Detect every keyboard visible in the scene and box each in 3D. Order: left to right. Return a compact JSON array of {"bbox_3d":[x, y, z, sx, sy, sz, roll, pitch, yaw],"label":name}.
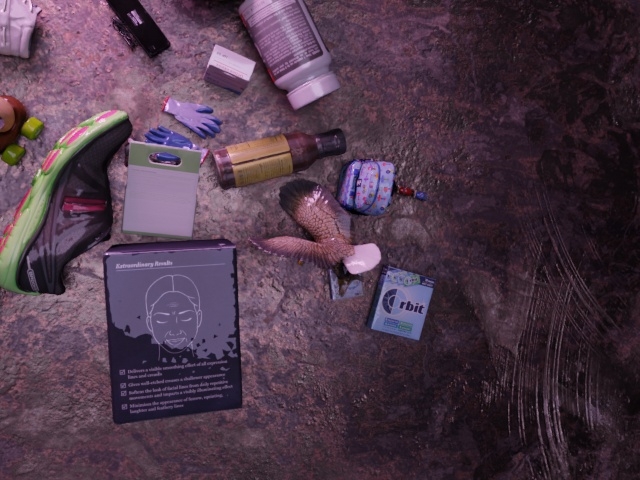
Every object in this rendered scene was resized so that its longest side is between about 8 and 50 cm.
[{"bbox_3d":[-0.464,-0.532,1.376,0.100,0.038,0.192,-45,105,-32],"label":"keyboard"}]

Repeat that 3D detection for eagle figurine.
[{"bbox_3d":[-0.008,0.006,1.465,0.225,0.226,0.298,-42,110,12],"label":"eagle figurine"}]

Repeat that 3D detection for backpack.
[{"bbox_3d":[0.126,-0.142,1.494,0.117,0.173,0.158,12,92,-17],"label":"backpack"}]

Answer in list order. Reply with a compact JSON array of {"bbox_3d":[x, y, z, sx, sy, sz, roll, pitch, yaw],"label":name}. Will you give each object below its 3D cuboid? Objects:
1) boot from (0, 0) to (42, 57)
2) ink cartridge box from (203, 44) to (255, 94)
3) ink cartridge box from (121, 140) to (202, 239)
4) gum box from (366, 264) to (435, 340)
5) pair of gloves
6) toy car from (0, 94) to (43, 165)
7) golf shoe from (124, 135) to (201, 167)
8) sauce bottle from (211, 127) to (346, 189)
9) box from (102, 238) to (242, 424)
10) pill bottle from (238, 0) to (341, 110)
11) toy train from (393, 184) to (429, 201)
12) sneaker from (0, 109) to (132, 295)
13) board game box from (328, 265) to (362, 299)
[{"bbox_3d":[-0.698,-0.549,1.279,0.124,0.095,0.258,9,100,-22],"label":"boot"},{"bbox_3d":[-0.221,-0.415,1.370,0.104,0.180,0.060,20,89,-17],"label":"ink cartridge box"},{"bbox_3d":[-0.387,-0.123,1.377,0.171,0.056,0.235,6,110,-16],"label":"ink cartridge box"},{"bbox_3d":[0.233,0.179,1.620,0.157,0.041,0.184,16,89,-16],"label":"gum box"},{"bbox_3d":[-0.338,-0.267,1.395,0.159,0.023,0.198,22,61,-9],"label":"pair of gloves"},{"bbox_3d":[-0.726,-0.261,1.234,0.155,0.188,0.149,35,85,-15],"label":"toy car"},{"bbox_3d":[-0.387,-0.214,1.397,0.186,0.067,0.085,6,71,-24],"label":"golf shoe"},{"bbox_3d":[-0.101,-0.218,1.457,0.345,0.111,0.111,-14,98,-14],"label":"sauce bottle"},{"bbox_3d":[-0.353,0.203,1.367,0.294,0.212,0.395,-2,96,-15],"label":"box"},{"bbox_3d":[-0.072,-0.483,1.417,0.161,0.161,0.283,-30,102,-12],"label":"pill bottle"},{"bbox_3d":[0.241,-0.141,1.598,0.158,0.036,0.027,14,91,-17],"label":"toy train"},{"bbox_3d":[-0.572,-0.089,1.323,0.202,0.185,0.482,30,89,-34],"label":"sneaker"},{"bbox_3d":[0.070,0.116,1.579,0.090,0.020,0.090,-7,97,-15],"label":"board game box"}]
